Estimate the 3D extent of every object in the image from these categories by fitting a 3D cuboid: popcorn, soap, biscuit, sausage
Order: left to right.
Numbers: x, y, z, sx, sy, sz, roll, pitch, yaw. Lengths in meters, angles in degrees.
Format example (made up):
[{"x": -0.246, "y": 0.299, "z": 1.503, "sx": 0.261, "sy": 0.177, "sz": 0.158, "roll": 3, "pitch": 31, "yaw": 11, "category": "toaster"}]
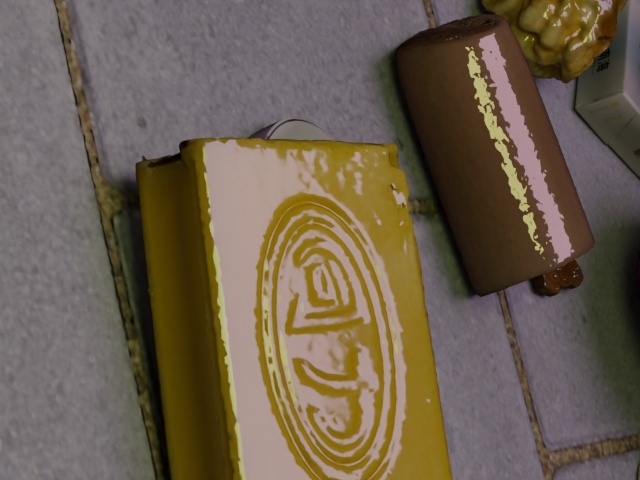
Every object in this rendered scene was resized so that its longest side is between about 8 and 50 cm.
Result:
[{"x": -0.014, "y": 0.084, "z": 1.209, "sx": 0.204, "sy": 0.096, "sz": 0.324, "roll": -2, "pitch": 79, "yaw": -35, "category": "soap"}, {"x": 0.154, "y": -0.086, "z": 1.533, "sx": 0.123, "sy": 0.123, "sz": 0.253, "roll": -21, "pitch": 89, "yaw": -53, "category": "sausage"}, {"x": 0.218, "y": -0.007, "z": 1.657, "sx": 0.119, "sy": 0.019, "sz": 0.130, "roll": 24, "pitch": 56, "yaw": -43, "category": "biscuit"}, {"x": 0.246, "y": -0.255, "z": 1.718, "sx": 0.140, "sy": 0.163, "sz": 0.194, "roll": 35, "pitch": 79, "yaw": -12, "category": "popcorn"}]

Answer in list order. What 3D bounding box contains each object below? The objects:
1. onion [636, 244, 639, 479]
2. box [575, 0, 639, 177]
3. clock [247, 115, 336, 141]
[{"x": 0.460, "y": 0.084, "z": 1.715, "sx": 0.358, "sy": 0.345, "sz": 0.358, "roll": 53, "pitch": 25, "yaw": -37, "category": "onion"}, {"x": 0.382, "y": -0.144, "z": 1.888, "sx": 0.243, "sy": 0.067, "sz": 0.155, "roll": 41, "pitch": 44, "yaw": -32, "category": "box"}, {"x": 0.000, "y": 0.000, "z": 1.347, "sx": 0.198, "sy": 0.064, "sz": 0.172, "roll": 61, "pitch": 37, "yaw": -9, "category": "clock"}]
